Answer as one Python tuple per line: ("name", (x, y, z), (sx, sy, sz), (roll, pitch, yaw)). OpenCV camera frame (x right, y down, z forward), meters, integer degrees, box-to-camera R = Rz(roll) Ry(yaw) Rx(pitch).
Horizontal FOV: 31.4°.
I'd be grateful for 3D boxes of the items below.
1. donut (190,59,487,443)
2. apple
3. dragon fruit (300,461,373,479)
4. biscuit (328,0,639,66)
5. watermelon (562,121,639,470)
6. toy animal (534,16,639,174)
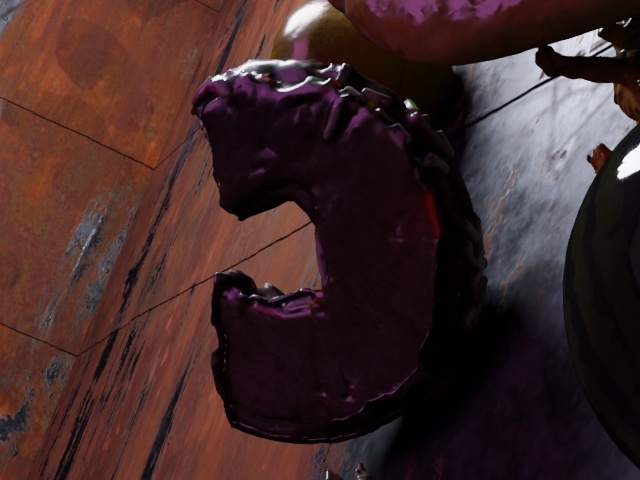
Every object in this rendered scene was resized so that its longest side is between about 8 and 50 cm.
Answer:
("donut", (0.021, 0.003, 1.004), (0.259, 0.136, 0.345), (-7, 94, 28))
("apple", (0.038, -0.164, 1.303), (0.237, 0.207, 0.237), (-164, 90, -88))
("dragon fruit", (-0.041, 0.325, 0.848), (0.282, 0.100, 0.343), (46, 114, 49))
("biscuit", (0.179, -0.329, 0.885), (0.446, 0.104, 0.429), (-15, 55, 27))
("watermelon", (0.213, 0.023, 0.517), (0.212, 0.212, 0.212), (-53, 21, 30))
("toy animal", (0.254, -0.095, 0.774), (0.116, 0.114, 0.255), (-27, 22, -8))
